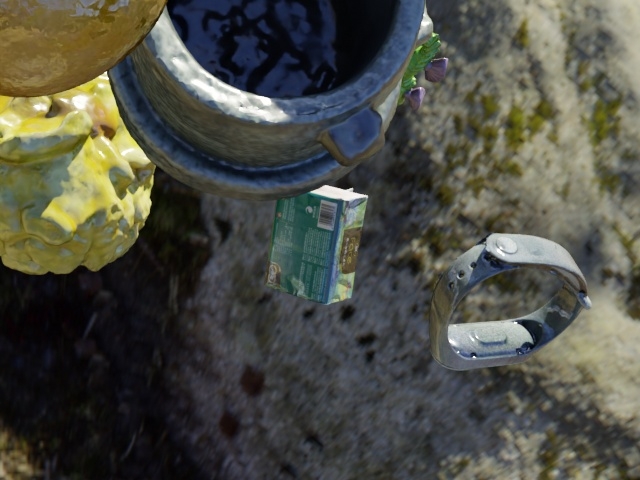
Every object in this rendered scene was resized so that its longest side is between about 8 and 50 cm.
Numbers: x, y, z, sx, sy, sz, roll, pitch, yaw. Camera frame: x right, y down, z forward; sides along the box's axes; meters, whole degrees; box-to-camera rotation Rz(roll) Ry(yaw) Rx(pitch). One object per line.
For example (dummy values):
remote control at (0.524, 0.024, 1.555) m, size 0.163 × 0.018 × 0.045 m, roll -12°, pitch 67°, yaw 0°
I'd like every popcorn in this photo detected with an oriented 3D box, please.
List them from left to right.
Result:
popcorn at (-0.261, -0.077, 1.480) m, size 0.181 × 0.217 × 0.235 m, roll 10°, pitch 48°, yaw 13°

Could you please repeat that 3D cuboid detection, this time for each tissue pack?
tissue pack at (0.001, -0.001, 1.503) m, size 0.085 × 0.079 × 0.111 m, roll 16°, pitch 105°, yaw 33°

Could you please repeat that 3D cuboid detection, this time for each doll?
doll at (0.119, -0.252, 2.099) m, size 0.115 × 0.190 × 0.050 m, roll 23°, pitch 59°, yaw -12°

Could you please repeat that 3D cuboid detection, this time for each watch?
watch at (0.229, 0.074, 1.763) m, size 0.206 × 0.193 × 0.068 m, roll 0°, pitch 45°, yaw -29°

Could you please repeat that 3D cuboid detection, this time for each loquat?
loquat at (-0.139, -0.144, 0.722) m, size 0.163 × 0.163 × 0.137 m, roll -36°, pitch 105°, yaw -21°

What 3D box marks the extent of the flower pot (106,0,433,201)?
flower pot at (-0.035, -0.179, 1.264) m, size 0.299 × 0.283 × 0.299 m, roll 2°, pitch 80°, yaw -11°
